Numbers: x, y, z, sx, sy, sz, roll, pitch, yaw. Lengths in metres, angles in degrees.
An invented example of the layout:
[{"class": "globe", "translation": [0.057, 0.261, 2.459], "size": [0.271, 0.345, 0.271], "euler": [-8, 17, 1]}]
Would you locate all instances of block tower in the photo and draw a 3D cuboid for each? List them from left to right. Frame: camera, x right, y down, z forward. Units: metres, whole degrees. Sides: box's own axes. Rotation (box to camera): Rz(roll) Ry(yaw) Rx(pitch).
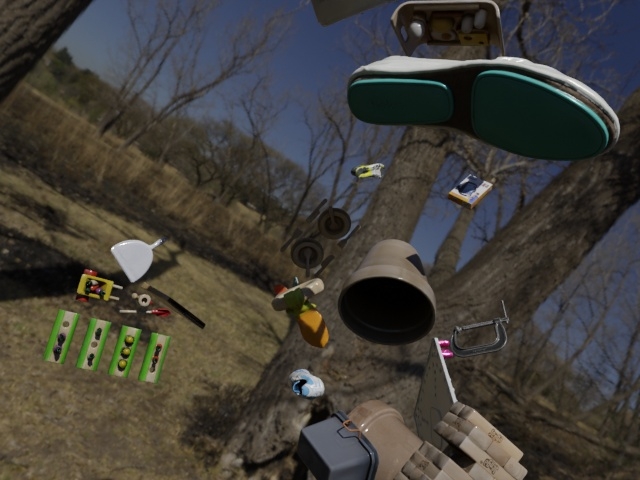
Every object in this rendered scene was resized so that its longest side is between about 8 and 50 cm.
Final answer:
[{"class": "block tower", "translation": [0.109, 0.361, 0.681], "size": [0.097, 0.335, 0.091], "euler": [42, -11, -3]}]

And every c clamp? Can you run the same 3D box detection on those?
[{"class": "c clamp", "translation": [0.398, 0.229, 1.390], "size": [0.137, 0.161, 0.022], "euler": [-95, 160, -46]}]

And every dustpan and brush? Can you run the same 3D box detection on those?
[{"class": "dustpan and brush", "translation": [-0.638, 0.041, 2.018], "size": [0.060, 0.211, 0.147], "euler": [-12, -70, 57]}]

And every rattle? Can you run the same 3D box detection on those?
[{"class": "rattle", "translation": [-0.041, 0.159, 1.278], "size": [0.142, 0.130, 0.200], "euler": [48, -23, -7]}]

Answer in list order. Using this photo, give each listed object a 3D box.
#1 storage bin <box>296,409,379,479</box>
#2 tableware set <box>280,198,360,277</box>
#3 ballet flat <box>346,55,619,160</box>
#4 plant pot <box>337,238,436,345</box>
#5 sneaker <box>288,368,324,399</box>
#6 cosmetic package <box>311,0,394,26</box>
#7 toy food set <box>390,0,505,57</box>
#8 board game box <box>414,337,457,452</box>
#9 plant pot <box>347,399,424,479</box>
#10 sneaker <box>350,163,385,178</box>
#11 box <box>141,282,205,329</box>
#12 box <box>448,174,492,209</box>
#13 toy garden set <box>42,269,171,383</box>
[{"class": "storage bin", "translation": [0.025, 0.369, 0.976], "size": [0.091, 0.098, 0.135], "euler": [-3, 25, -34]}, {"class": "tableware set", "translation": [0.000, 0.000, 1.421], "size": [0.128, 0.194, 0.039], "euler": [37, 16, -14]}, {"class": "ballet flat", "translation": [0.231, -0.219, 0.820], "size": [0.401, 0.139, 0.139], "euler": [16, -12, 29]}, {"class": "plant pot", "translation": [0.238, 0.151, 1.916], "size": [0.323, 0.323, 0.280], "euler": [35, 37, -16]}, {"class": "sneaker", "translation": [-0.067, 0.481, 1.868], "size": [0.086, 0.085, 0.237], "euler": [6, -8, -23]}, {"class": "cosmetic package", "translation": [0.184, -0.661, 1.085], "size": [0.329, 0.394, 0.327], "euler": [11, -53, 53]}, {"class": "toy food set", "translation": [0.378, -0.596, 1.622], "size": [0.306, 0.092, 0.220], "euler": [11, -8, 25]}, {"class": "board game box", "translation": [0.368, 0.560, 1.661], "size": [0.051, 0.389, 0.390], "euler": [1, 36, -4]}, {"class": "plant pot", "translation": [0.176, 0.551, 1.348], "size": [0.229, 0.263, 0.263], "euler": [16, -15, 43]}, {"class": "sneaker", "translation": [0.098, -0.144, 1.141], "size": [0.083, 0.031, 0.035], "euler": [-5, 16, -38]}, {"class": "box", "translation": [-0.469, 0.206, 1.767], "size": [0.201, 0.021, 0.164], "euler": [16, -25, 50]}, {"class": "box", "translation": [0.464, -0.154, 1.707], "size": [0.081, 0.136, 0.028], "euler": [32, -33, 31]}, {"class": "toy garden set", "translation": [-0.442, 0.188, 1.210], "size": [0.244, 0.203, 0.049], "euler": [20, -15, -26]}]
